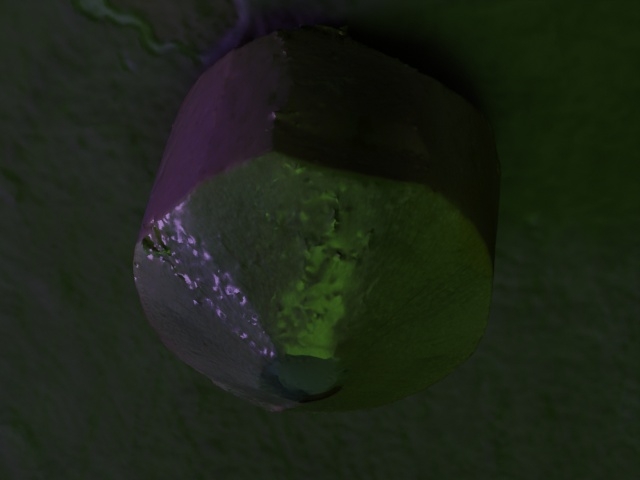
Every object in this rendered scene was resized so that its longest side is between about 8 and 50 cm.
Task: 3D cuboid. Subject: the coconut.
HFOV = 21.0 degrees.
[{"bbox_3d":[0.000,0.000,0.698,0.147,0.153,0.147,5,131,5],"label":"coconut"}]
